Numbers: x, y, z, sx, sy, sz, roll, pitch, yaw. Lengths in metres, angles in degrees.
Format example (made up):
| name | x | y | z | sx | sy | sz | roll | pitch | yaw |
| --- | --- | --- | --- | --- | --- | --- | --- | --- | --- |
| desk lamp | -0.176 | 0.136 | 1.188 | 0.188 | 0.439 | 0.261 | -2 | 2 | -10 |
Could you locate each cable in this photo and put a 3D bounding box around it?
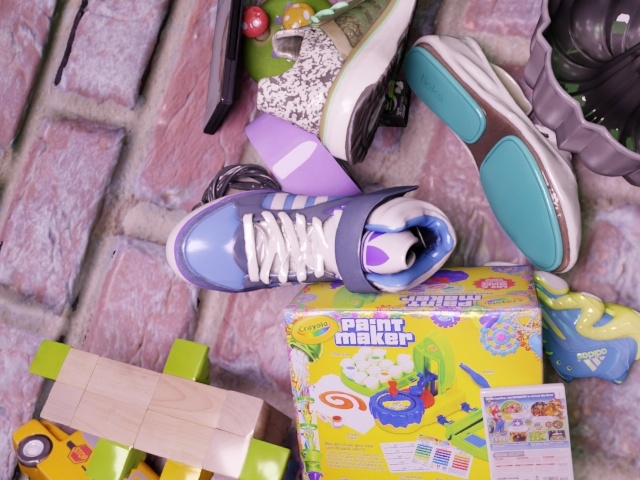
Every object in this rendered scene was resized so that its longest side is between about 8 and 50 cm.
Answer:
| name | x | y | z | sx | sy | sz | roll | pitch | yaw |
| --- | --- | --- | --- | --- | --- | --- | --- | --- | --- |
| cable | -0.119 | -0.037 | 1.026 | 0.151 | 0.047 | 0.184 | -41 | 70 | 1 |

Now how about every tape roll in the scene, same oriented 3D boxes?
| name | x | y | z | sx | sy | sz | roll | pitch | yaw |
| --- | --- | --- | --- | --- | --- | --- | --- | --- | --- |
| tape roll | -0.023 | -0.120 | 0.929 | 0.080 | 0.189 | 0.189 | -37 | 73 | 7 |

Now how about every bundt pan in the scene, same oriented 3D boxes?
| name | x | y | z | sx | sy | sz | roll | pitch | yaw |
| --- | --- | --- | --- | --- | --- | --- | --- | --- | --- |
| bundt pan | 0.419 | -0.213 | 0.810 | 0.331 | 0.124 | 0.330 | 2 | 71 | -5 |

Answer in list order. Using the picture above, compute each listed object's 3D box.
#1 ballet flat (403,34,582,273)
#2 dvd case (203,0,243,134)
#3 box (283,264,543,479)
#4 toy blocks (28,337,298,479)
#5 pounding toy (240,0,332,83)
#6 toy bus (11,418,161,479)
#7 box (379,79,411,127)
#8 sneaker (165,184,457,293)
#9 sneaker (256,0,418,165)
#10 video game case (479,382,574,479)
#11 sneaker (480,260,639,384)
| name | x | y | z | sx | sy | sz | roll | pitch | yaw |
| --- | --- | --- | --- | --- | --- | --- | --- | --- | --- |
| ballet flat | 0.272 | -0.147 | 0.884 | 0.139 | 0.139 | 0.400 | -33 | 73 | 9 |
| dvd case | -0.158 | -0.318 | 1.019 | 0.022 | 0.180 | 0.252 | 8 | 82 | -18 |
| box | 0.128 | 0.188 | 0.794 | 0.290 | 0.177 | 0.279 | -1 | 104 | 16 |
| toy blocks | -0.189 | 0.266 | 0.888 | 0.382 | 0.261 | 0.190 | 10 | 67 | 17 |
| pounding toy | -0.048 | -0.324 | 1.012 | 0.183 | 0.110 | 0.236 | -35 | 73 | 9 |
| toy bus | -0.327 | 0.390 | 0.946 | 0.333 | 0.130 | 0.108 | 31 | 133 | 26 |
| box | 0.095 | -0.217 | 0.981 | 0.083 | 0.052 | 0.062 | 6 | 81 | 18 |
| sneaker | 0.000 | 0.000 | 0.735 | 0.323 | 0.236 | 0.130 | -4 | 94 | -26 |
| sneaker | 0.029 | -0.287 | 0.872 | 0.182 | 0.158 | 0.410 | 18 | 48 | 5 |
| video game case | 0.225 | 0.215 | 0.675 | 0.087 | 0.011 | 0.121 | -7 | 102 | 14 |
| sneaker | 0.317 | 0.117 | 0.840 | 0.240 | 0.091 | 0.126 | 22 | 89 | 18 |
